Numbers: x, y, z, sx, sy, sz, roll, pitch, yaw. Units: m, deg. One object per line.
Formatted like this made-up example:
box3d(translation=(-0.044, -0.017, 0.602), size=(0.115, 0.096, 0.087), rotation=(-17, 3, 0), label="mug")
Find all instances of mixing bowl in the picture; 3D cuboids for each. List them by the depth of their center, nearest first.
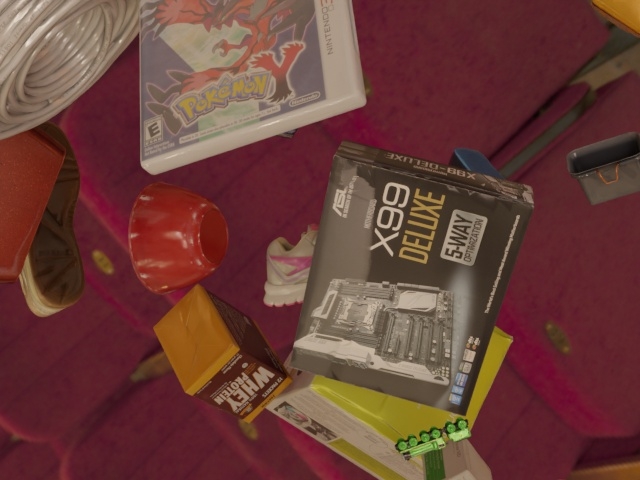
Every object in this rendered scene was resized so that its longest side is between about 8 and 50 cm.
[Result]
box3d(translation=(-0.208, -0.006, 1.338), size=(0.098, 0.181, 0.181), rotation=(-3, 124, 24), label="mixing bowl")

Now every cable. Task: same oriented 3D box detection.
box3d(translation=(-0.276, -0.213, 0.857), size=(0.089, 0.257, 0.257), rotation=(43, 106, 1), label="cable")

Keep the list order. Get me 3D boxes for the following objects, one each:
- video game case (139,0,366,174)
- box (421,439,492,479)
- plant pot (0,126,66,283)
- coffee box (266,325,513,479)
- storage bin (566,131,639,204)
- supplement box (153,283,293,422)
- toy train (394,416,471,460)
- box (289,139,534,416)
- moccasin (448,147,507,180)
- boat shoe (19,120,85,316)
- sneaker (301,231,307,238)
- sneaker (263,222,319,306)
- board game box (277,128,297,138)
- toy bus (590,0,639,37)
box3d(translation=(-0.067, -0.165, 0.730), size=(0.201, 0.184, 0.023), rotation=(-16, 153, 19), label="video game case")
box3d(translation=(0.232, 0.404, 1.429), size=(0.087, 0.101, 0.102), rotation=(-31, 109, 16), label="box")
box3d(translation=(-0.471, -0.077, 1.074), size=(0.235, 0.267, 0.267), rotation=(21, 178, -24), label="plant pot")
box3d(translation=(0.136, 0.280, 1.811), size=(0.338, 0.338, 0.334), rotation=(35, 155, -8), label="coffee box")
box3d(translation=(0.534, -0.123, 1.564), size=(0.135, 0.098, 0.091), rotation=(-19, 121, 23), label="storage bin")
box3d(translation=(-0.191, 0.223, 1.670), size=(0.194, 0.129, 0.191), rotation=(40, -172, -46), label="supplement box")
box3d(translation=(0.119, 0.210, 0.898), size=(0.017, 0.083, 0.024), rotation=(-123, 13, -85), label="toy train")
box3d(translation=(0.108, 0.049, 1.078), size=(0.242, 0.076, 0.308), rotation=(15, 115, 5), label="box")
box3d(translation=(0.403, -0.098, 2.083), size=(0.137, 0.342, 0.117), rotation=(8, 124, -15), label="moccasin")
box3d(translation=(-0.427, -0.035, 1.297), size=(0.098, 0.109, 0.302), rotation=(-26, 70, 48), label="boat shoe")
box3d(translation=(0.000, 0.000, 1.405), size=(0.036, 0.083, 0.032), rotation=(-14, 75, 29), label="sneaker")
box3d(translation=(0.024, 0.024, 1.272), size=(0.252, 0.103, 0.111), rotation=(-12, 93, 12), label="sneaker")
box3d(translation=(-0.077, -0.306, 1.761), size=(0.194, 0.194, 0.060), rotation=(-46, 63, 27), label="board game box")
box3d(translation=(0.561, -0.476, 1.319), size=(0.108, 0.130, 0.333), rotation=(37, 102, 10), label="toy bus")
